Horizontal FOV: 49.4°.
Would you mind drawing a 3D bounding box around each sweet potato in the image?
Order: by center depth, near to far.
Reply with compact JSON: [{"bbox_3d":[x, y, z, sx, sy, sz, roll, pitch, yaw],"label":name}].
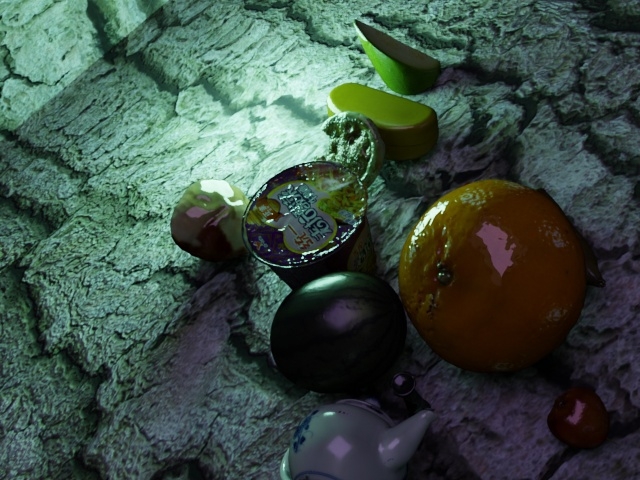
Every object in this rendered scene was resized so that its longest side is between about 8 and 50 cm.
[{"bbox_3d":[0.538,0.000,1.667,0.157,0.158,0.370,-30,57,-1],"label":"sweet potato"}]

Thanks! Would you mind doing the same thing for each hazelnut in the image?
[{"bbox_3d":[-0.309,-0.054,2.020,0.260,0.241,0.261,4,63,-8],"label":"hazelnut"}]

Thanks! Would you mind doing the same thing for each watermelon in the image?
[{"bbox_3d":[0.031,0.217,1.621,0.359,0.278,0.279,-25,45,38],"label":"watermelon"}]

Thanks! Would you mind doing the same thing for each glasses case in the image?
[{"bbox_3d":[0.169,-0.342,2.062,0.371,0.141,0.173,26,54,35],"label":"glasses case"}]

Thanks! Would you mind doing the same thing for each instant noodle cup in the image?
[{"bbox_3d":[0.000,0.000,1.803,0.339,0.266,0.340,-12,51,16],"label":"instant noodle cup"}]

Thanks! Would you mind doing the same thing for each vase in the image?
[{"bbox_3d":[0.200,0.347,1.534,0.059,0.167,0.059,-11,53,15],"label":"vase"}]

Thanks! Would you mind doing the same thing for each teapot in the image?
[{"bbox_3d":[0.068,0.442,1.481,0.423,0.252,0.280,-26,20,40],"label":"teapot"}]

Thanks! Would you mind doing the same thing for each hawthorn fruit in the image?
[{"bbox_3d":[0.529,0.370,1.424,0.125,0.140,0.125,-31,20,12],"label":"hawthorn fruit"}]

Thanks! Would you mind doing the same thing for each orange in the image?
[{"bbox_3d":[0.358,0.075,1.515,0.423,0.326,0.424,-11,76,51],"label":"orange"}]

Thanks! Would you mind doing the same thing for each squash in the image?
[{"bbox_3d":[0.239,-0.559,2.094,0.203,0.289,0.111,-14,57,17],"label":"squash"}]

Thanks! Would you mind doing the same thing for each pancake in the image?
[{"bbox_3d":[0.080,-0.248,1.999,0.253,0.037,0.254,8,102,39],"label":"pancake"}]

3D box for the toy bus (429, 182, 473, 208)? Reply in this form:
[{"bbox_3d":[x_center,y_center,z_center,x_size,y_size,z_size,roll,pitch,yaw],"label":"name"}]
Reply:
[{"bbox_3d":[0.382,-0.094,1.827,0.195,0.089,0.081,-33,51,-3],"label":"toy bus"}]
